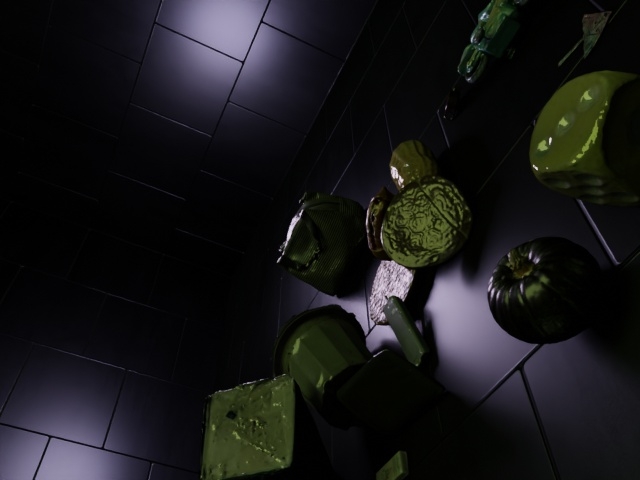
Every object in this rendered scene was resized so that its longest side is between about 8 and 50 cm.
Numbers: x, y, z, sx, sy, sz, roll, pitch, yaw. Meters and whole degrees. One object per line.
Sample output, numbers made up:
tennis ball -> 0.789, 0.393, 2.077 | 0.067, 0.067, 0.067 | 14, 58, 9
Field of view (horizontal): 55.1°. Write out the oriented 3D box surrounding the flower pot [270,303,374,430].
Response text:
flower pot -> 0.035, 0.343, 1.590 | 0.291, 0.290, 0.259 | -67, 27, 9

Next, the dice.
dice -> 0.451, -0.156, 0.972 | 0.166, 0.169, 0.169 | -70, 16, -5

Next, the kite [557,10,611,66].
kite -> 0.550, -0.424, 1.282 | 0.152, 0.005, 0.137 | -45, 27, 56

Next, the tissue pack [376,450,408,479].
tissue pack -> 0.159, 0.518, 1.366 | 0.056, 0.023, 0.108 | -90, 25, -51

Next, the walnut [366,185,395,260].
walnut -> 0.177, -0.043, 1.648 | 0.116, 0.115, 0.207 | -135, 41, -73

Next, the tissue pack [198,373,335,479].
tissue pack -> -0.118, 0.562, 1.492 | 0.264, 0.253, 0.417 | -96, -9, -53

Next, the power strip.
power strip -> 0.205, 0.217, 1.511 | 0.060, 0.027, 0.253 | -63, 28, 26

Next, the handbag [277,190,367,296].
handbag -> 0.000, 0.000, 2.157 | 0.247, 0.240, 0.341 | -96, 29, -67

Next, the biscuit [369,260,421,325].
biscuit -> 0.208, 0.113, 1.685 | 0.262, 0.037, 0.262 | -160, 90, -74

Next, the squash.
squash -> 0.364, 0.081, 1.005 | 0.193, 0.155, 0.193 | -26, 49, 34

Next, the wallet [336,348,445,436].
wallet -> 0.154, 0.338, 1.373 | 0.245, 0.168, 0.052 | -54, 0, 43

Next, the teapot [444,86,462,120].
teapot -> 0.378, -0.387, 1.737 | 0.068, 0.045, 0.100 | -51, -27, -61

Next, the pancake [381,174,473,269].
pancake -> 0.253, -0.044, 1.511 | 0.250, 0.031, 0.250 | -14, 66, 34

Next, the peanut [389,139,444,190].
peanut -> 0.268, -0.169, 1.678 | 0.147, 0.146, 0.306 | -61, 20, 27

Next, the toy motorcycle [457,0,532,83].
toy motorcycle -> 0.451, -0.556, 1.597 | 0.297, 0.109, 0.198 | -61, 16, 24
